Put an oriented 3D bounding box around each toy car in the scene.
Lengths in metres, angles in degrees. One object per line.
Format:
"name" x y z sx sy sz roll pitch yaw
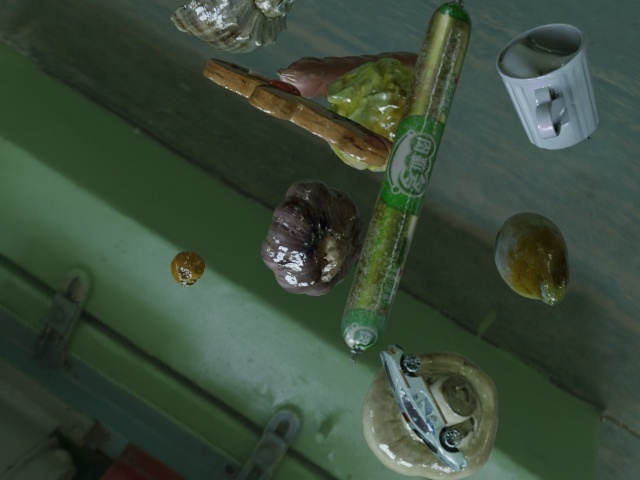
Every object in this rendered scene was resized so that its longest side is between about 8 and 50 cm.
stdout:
"toy car" 0.147 0.243 1.096 0.056 0.095 0.204 -25 79 -8

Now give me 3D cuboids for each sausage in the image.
"sausage" 0.075 -0.349 1.585 0.088 0.433 0.087 17 114 43
"sausage" 0.060 -0.045 0.522 0.033 0.033 0.269 16 87 12

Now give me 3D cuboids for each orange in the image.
"orange" -0.317 0.066 1.787 0.086 0.062 0.086 4 106 14

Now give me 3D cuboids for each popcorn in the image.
"popcorn" 0.098 -0.192 1.189 0.188 0.167 0.185 12 103 20

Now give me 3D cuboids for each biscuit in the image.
"biscuit" -0.023 -0.153 0.866 0.250 0.165 0.036 29 102 12

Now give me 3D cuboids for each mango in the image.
"mango" 0.480 0.043 1.704 0.146 0.316 0.192 -2 110 1

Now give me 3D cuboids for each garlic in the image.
"garlic" 0.000 0.000 1.507 0.161 0.245 0.244 20 114 45

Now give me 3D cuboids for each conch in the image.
"conch" -0.166 -0.458 1.553 0.291 0.210 0.159 -21 111 31

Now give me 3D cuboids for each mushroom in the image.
"mushroom" 0.212 0.312 1.367 0.254 0.234 0.260 45 70 3

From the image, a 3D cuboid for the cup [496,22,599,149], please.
"cup" 0.442 -0.280 1.488 0.167 0.221 0.202 20 153 46
